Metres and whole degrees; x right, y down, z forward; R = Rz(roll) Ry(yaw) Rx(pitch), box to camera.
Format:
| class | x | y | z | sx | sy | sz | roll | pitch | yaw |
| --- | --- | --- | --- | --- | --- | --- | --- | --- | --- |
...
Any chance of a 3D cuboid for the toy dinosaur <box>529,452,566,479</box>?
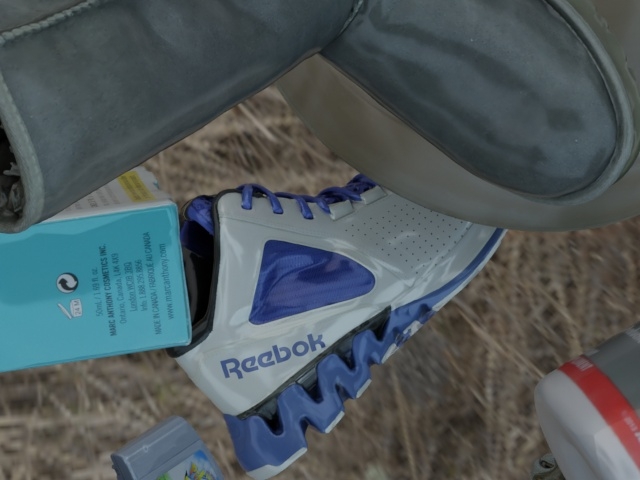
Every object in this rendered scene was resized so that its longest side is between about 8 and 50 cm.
| class | x | y | z | sx | sy | sz | roll | pitch | yaw |
| --- | --- | --- | --- | --- | --- | --- | --- | --- | --- |
| toy dinosaur | 0.266 | 0.157 | 1.331 | 0.121 | 0.313 | 0.160 | 25 | 77 | -20 |

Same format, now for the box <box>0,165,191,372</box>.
| class | x | y | z | sx | sy | sz | roll | pitch | yaw |
| --- | --- | --- | --- | --- | --- | --- | --- | --- | --- |
| box | -0.180 | 0.022 | 0.791 | 0.244 | 0.100 | 0.060 | -8 | 102 | -10 |

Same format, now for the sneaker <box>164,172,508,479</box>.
| class | x | y | z | sx | sy | sz | roll | pitch | yaw |
| --- | --- | --- | --- | --- | --- | --- | --- | --- | --- |
| sneaker | -0.001 | 0.001 | 1.443 | 0.182 | 0.127 | 0.315 | 45 | 75 | -12 |

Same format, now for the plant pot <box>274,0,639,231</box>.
| class | x | y | z | sx | sy | sz | roll | pitch | yaw |
| --- | --- | --- | --- | --- | --- | --- | --- | --- | --- |
| plant pot | 0.142 | -0.216 | 1.261 | 0.323 | 0.323 | 0.280 | 5 | 138 | -11 |

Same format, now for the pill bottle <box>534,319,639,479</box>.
| class | x | y | z | sx | sy | sz | roll | pitch | yaw |
| --- | --- | --- | --- | --- | --- | --- | --- | --- | --- |
| pill bottle | 0.273 | 0.076 | 1.064 | 0.283 | 0.161 | 0.161 | -30 | 106 | -4 |

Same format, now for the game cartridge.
| class | x | y | z | sx | sy | sz | roll | pitch | yaw |
| --- | --- | --- | --- | --- | --- | --- | --- | --- | --- |
| game cartridge | -0.071 | 0.135 | 1.019 | 0.017 | 0.056 | 0.083 | -19 | 99 | 40 |

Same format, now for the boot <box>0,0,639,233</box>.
| class | x | y | z | sx | sy | sz | roll | pitch | yaw |
| --- | --- | --- | --- | --- | --- | --- | --- | --- | --- |
| boot | -0.019 | -0.052 | 0.567 | 0.190 | 0.208 | 0.076 | 40 | 123 | 11 |
